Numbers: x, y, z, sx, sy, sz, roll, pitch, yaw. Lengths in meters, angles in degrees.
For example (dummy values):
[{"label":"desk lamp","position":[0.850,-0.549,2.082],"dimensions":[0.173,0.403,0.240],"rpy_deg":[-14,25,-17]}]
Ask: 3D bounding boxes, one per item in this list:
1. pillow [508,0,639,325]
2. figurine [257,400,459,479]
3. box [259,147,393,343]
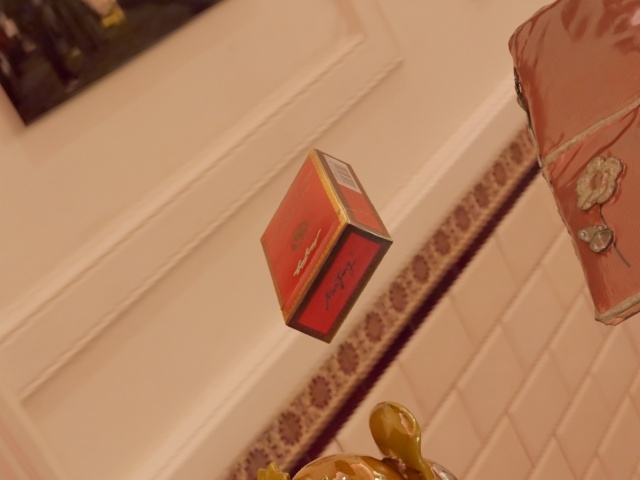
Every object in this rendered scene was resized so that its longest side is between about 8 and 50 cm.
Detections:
[{"label":"pillow","position":[0.174,-0.069,0.618],"dimensions":[0.126,0.043,0.232],"rpy_deg":[-38,43,31]},{"label":"figurine","position":[0.062,0.313,1.307],"dimensions":[0.228,0.215,0.215],"rpy_deg":[-28,16,-32]},{"label":"box","position":[0.001,0.000,1.367],"dimensions":[0.153,0.074,0.240],"rpy_deg":[-56,22,16]}]
